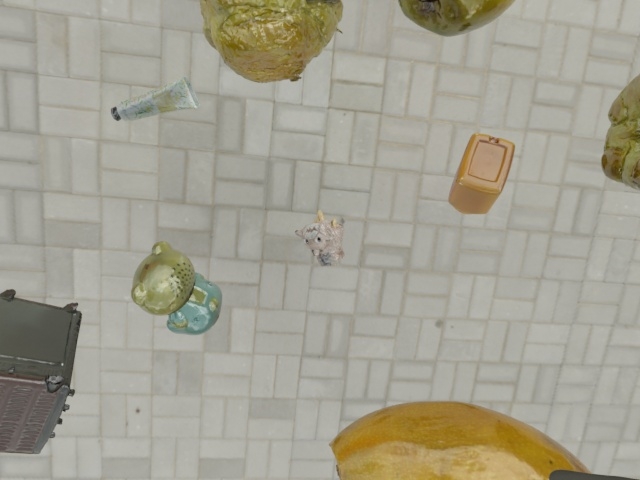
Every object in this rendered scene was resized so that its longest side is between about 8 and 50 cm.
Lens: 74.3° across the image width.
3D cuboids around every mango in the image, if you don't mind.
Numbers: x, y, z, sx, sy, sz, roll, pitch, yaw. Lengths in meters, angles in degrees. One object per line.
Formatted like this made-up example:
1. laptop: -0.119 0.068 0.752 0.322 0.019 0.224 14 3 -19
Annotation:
1. mango: 0.186 0.306 0.536 0.358 0.144 0.187 17 75 8

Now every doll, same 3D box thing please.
1. doll: -0.382 0.136 1.121 0.161 0.177 0.261 -2 144 27

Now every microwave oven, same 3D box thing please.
1. microwave oven: -0.561 0.241 0.790 0.188 0.247 0.178 19 107 -30

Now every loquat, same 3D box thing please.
1. loquat: 0.228 -0.453 0.662 0.213 0.213 0.246 34 79 -11

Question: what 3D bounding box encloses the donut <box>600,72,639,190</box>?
1. donut: 0.546 -0.167 0.625 0.128 0.261 0.209 2 110 3

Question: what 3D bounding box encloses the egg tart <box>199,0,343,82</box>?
1. egg tart: -0.103 -0.462 0.952 0.338 0.351 0.153 -8 88 -20

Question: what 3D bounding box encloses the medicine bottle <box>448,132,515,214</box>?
1. medicine bottle: 0.400 -0.152 1.079 0.111 0.222 0.150 19 76 13

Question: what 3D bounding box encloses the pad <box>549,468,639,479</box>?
1. pad: 0.168 0.156 0.185 0.112 0.157 0.003 -5 95 24

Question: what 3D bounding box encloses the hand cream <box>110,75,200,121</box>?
1. hand cream: -0.353 -0.289 0.891 0.194 0.042 0.067 -10 120 14

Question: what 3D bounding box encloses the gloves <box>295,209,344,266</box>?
1. gloves: 0.008 0.002 1.113 0.110 0.094 0.144 -28 107 36
